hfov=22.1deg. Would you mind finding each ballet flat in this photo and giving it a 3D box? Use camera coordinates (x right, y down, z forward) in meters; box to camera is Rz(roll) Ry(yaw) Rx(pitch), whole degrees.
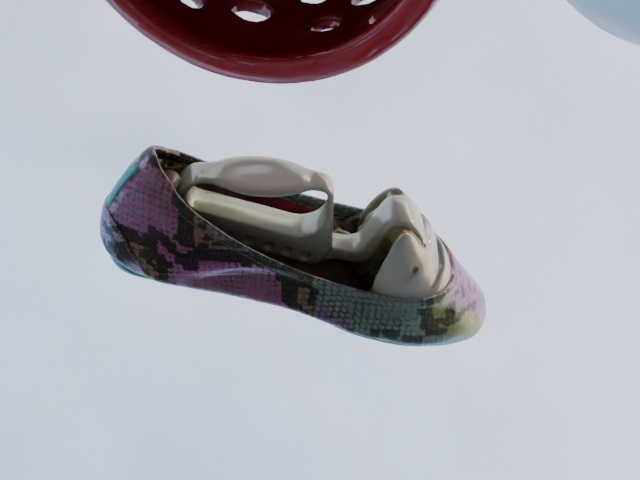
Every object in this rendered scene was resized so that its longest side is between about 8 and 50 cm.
[{"bbox_3d":[0.000,0.000,0.837,0.222,0.077,0.079,14,-48,-20],"label":"ballet flat"}]

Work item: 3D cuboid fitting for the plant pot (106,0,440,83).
[{"bbox_3d":[-0.006,-0.187,0.727,0.191,0.174,0.191,9,-59,15],"label":"plant pot"}]

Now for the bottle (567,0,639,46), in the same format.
[{"bbox_3d":[0.157,-0.196,0.535,0.092,0.118,0.282,27,-103,-11],"label":"bottle"}]
